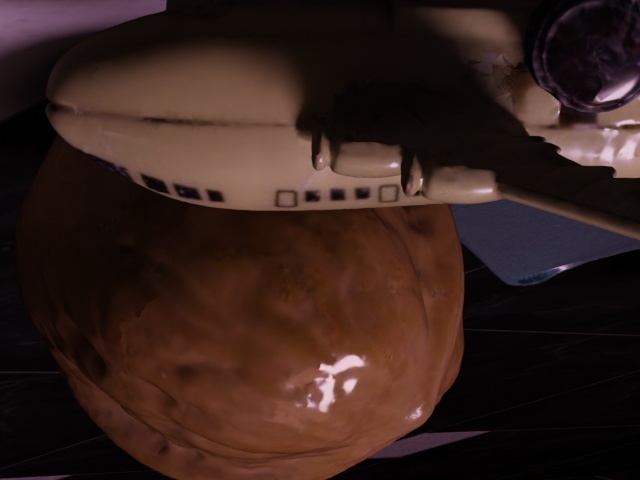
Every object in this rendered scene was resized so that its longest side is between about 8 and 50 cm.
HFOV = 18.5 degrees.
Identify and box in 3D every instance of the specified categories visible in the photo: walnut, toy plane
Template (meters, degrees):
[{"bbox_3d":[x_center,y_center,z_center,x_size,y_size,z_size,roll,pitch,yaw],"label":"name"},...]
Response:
[{"bbox_3d":[-0.027,0.013,0.683,0.149,0.166,0.166,-54,157,7],"label":"walnut"},{"bbox_3d":[0.042,-0.045,0.590,0.244,0.092,0.229,7,-160,-9],"label":"toy plane"}]

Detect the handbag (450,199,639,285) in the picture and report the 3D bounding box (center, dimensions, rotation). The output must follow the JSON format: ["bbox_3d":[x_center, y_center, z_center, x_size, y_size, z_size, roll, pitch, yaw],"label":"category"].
[{"bbox_3d":[0.139,-0.041,0.817,0.179,0.062,0.229,-14,167,12],"label":"handbag"}]
